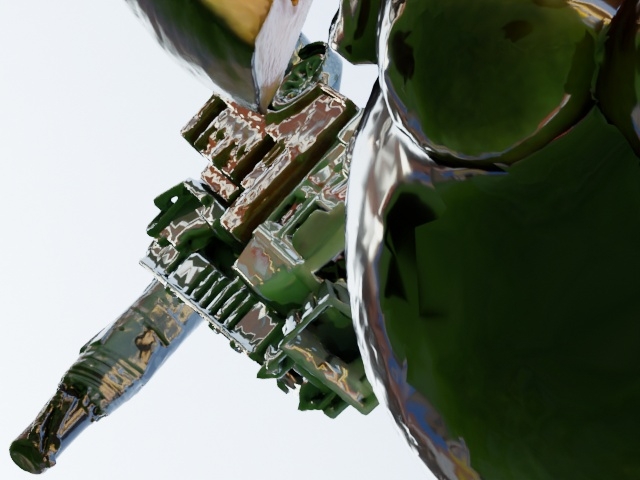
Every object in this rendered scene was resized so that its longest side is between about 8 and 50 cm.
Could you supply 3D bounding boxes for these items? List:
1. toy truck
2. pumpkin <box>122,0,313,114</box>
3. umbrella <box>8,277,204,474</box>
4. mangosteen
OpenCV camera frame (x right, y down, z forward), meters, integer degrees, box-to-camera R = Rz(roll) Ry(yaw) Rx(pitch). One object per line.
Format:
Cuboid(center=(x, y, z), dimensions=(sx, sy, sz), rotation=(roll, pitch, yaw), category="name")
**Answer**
Cuboid(center=(0.000, 0.000, 1.180), dimensions=(0.184, 0.133, 0.338), rotation=(-46, -154, -1), category="toy truck")
Cuboid(center=(-0.069, -0.194, 1.034), dimensions=(0.169, 0.312, 0.148), rotation=(14, -37, 4), category="pumpkin")
Cuboid(center=(-0.137, 0.077, 1.422), dimensions=(0.052, 0.250, 0.053), rotation=(44, -32, -2), category="umbrella")
Cuboid(center=(0.153, -0.021, 0.684), dimensions=(0.330, 0.330, 0.330), rotation=(6, -81, 42), category="mangosteen")
